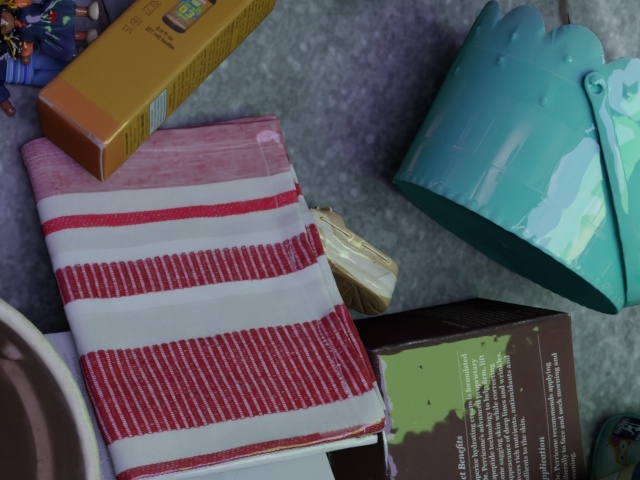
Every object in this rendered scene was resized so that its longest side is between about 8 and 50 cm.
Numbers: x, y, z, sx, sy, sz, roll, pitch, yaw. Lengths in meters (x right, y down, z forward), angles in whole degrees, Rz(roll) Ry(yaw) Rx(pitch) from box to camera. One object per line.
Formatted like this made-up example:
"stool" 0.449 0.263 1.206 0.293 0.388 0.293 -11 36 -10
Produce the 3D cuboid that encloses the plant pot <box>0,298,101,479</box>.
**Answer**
"plant pot" -0.365 0.168 1.206 0.334 0.305 0.333 -1 94 -23

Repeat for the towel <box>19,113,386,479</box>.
"towel" -0.099 0.038 1.360 0.237 0.037 0.329 -8 60 -22

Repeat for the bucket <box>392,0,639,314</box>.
"bucket" 0.213 -0.068 1.474 0.281 0.281 0.183 32 86 -22

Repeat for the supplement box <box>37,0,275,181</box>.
"supplement box" -0.134 -0.162 1.384 0.078 0.080 0.233 39 70 11

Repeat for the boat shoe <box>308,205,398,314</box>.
"boat shoe" 0.000 0.000 1.496 0.170 0.063 0.059 38 55 -13

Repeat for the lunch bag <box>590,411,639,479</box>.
"lunch bag" 0.353 0.301 1.579 0.108 0.224 0.279 6 92 -25

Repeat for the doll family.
"doll family" -0.250 -0.199 1.360 0.111 0.076 0.193 -4 98 -28

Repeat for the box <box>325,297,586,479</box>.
"box" 0.112 0.154 1.492 0.203 0.167 0.168 -8 97 -23

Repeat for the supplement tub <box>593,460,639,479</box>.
"supplement tub" 0.230 0.337 1.415 0.316 0.228 0.228 -28 110 25

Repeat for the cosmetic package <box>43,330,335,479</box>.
"cosmetic package" -0.126 0.190 1.354 0.225 0.138 0.224 -6 60 -24
